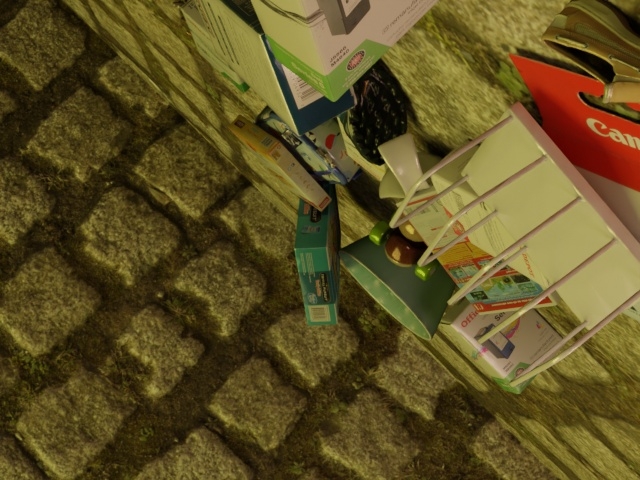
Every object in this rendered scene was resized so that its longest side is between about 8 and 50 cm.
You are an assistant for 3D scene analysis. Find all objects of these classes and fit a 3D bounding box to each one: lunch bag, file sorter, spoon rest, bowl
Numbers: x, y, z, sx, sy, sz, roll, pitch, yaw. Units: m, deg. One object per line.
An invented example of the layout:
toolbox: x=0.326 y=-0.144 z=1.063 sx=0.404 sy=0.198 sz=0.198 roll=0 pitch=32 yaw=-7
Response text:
lunch bag: x=-0.022 y=-0.222 z=1.931 sx=0.243 sy=0.115 sz=0.303 roll=45 pitch=173 yaw=-16
file sorter: x=0.240 y=0.014 z=1.070 sx=0.277 sy=0.173 sz=0.193 roll=53 pitch=160 yaw=12
spoon rest: x=0.152 y=-0.108 z=1.435 sx=0.276 sy=0.137 sz=0.084 roll=20 pitch=-132 yaw=-76
bowl: x=0.209 y=0.081 z=2.097 sx=0.311 sy=0.163 sz=0.311 roll=44 pitch=172 yaw=8

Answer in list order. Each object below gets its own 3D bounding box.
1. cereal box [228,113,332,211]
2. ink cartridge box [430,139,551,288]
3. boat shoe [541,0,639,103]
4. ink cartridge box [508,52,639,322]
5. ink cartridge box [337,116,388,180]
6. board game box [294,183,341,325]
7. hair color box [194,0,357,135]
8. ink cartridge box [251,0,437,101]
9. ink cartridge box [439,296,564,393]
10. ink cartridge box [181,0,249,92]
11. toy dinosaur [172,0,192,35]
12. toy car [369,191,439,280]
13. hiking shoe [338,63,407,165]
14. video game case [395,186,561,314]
cereal box: x=-0.091 y=-0.174 z=1.957 sx=0.173 sy=0.047 sz=0.240 roll=36 pitch=173 yaw=44
ink cartridge box: x=0.288 y=-0.042 z=1.321 sx=0.218 sy=0.092 sz=0.158 roll=39 pitch=166 yaw=46
boat shoe: x=0.294 y=-0.154 z=0.815 sx=0.190 sy=0.072 sz=0.068 roll=41 pitch=171 yaw=23
ink cartridge box: x=0.368 y=-0.027 z=1.026 sx=0.308 sy=0.091 sz=0.385 roll=36 pitch=169 yaw=48
ink cartridge box: x=0.106 y=-0.180 z=1.647 sx=0.115 sy=0.067 sz=0.198 roll=41 pitch=171 yaw=22
board game box: x=0.000 y=0.000 z=2.112 sx=0.336 sy=0.079 sz=0.253 roll=-86 pitch=-9 yaw=-48
hair color box: x=-0.085 y=-0.315 z=1.285 sx=0.347 sy=0.105 sz=0.173 roll=49 pitch=165 yaw=48
ink cartridge box: x=0.021 y=-0.313 z=0.939 sx=0.115 sy=0.198 sz=0.273 roll=42 pitch=172 yaw=23
ink cartridge box: x=0.384 y=0.195 z=1.816 sx=0.212 sy=0.154 sz=0.093 roll=46 pitch=172 yaw=-3
ink cartridge box: x=-0.204 y=-0.434 z=1.856 sx=0.153 sy=0.087 sz=0.208 roll=44 pitch=173 yaw=11
toy dinosaur: x=-0.272 y=-0.494 z=2.058 sx=0.211 sy=0.064 sz=0.112 roll=56 pitch=-172 yaw=-12
toy car: x=0.209 y=-0.043 z=1.755 sx=0.155 sy=0.149 sz=0.188 roll=38 pitch=141 yaw=21
hiking shoe: x=0.051 y=-0.265 z=1.430 sx=0.304 sy=0.113 sz=0.132 roll=62 pitch=172 yaw=-32
video game case: x=0.285 y=0.016 z=1.565 sx=0.285 sy=0.025 sz=0.204 roll=52 pitch=149 yaw=-14
